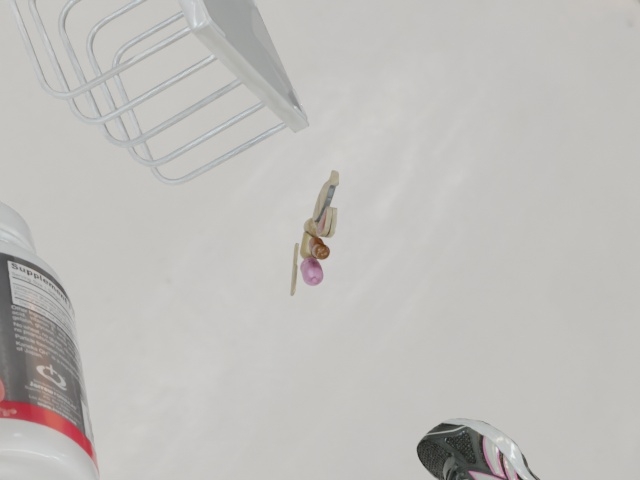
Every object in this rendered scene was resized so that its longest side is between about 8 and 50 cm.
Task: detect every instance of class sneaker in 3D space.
[{"bbox_3d":[0.135,0.205,1.317,0.077,0.178,0.072,-22,127,-35],"label":"sneaker"}]

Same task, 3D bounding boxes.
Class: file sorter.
[{"bbox_3d":[-0.161,-0.194,1.601,0.193,0.173,0.277,66,10,22],"label":"file sorter"}]

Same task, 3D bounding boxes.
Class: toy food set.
[{"bbox_3d":[0.000,0.000,1.499,0.019,0.122,0.078,12,57,-12],"label":"toy food set"}]

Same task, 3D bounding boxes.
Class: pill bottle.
[{"bbox_3d":[-0.279,0.109,1.335,0.176,0.176,0.318,19,32,-29],"label":"pill bottle"}]
